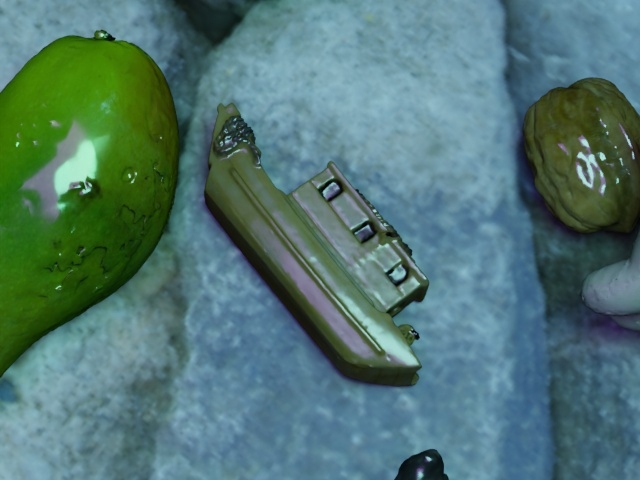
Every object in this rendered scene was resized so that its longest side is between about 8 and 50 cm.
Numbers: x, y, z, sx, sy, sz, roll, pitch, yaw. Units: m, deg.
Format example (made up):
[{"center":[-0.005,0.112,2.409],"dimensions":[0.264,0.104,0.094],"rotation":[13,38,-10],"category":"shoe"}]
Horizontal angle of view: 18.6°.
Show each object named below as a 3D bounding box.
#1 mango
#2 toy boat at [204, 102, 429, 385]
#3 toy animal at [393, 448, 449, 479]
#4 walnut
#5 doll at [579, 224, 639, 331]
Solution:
[{"center":[-0.161,-0.011,1.142],"dimensions":[0.125,0.111,0.233],"rotation":[26,82,11],"category":"mango"},{"center":[0.000,0.000,1.162],"dimensions":[0.077,0.057,0.200],"rotation":[-38,79,-11],"category":"toy boat"},{"center":[0.076,0.206,1.086],"dimensions":[0.343,0.106,0.168],"rotation":[4,70,5],"category":"toy animal"},{"center":[0.162,-0.047,1.157],"dimensions":[0.079,0.082,0.096],"rotation":[-17,75,-30],"category":"walnut"},{"center":[0.221,0.002,1.101],"dimensions":[0.095,0.192,0.149],"rotation":[18,85,26],"category":"doll"}]
